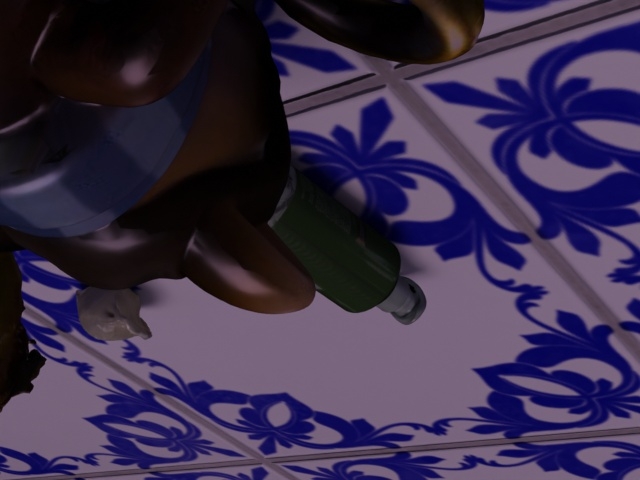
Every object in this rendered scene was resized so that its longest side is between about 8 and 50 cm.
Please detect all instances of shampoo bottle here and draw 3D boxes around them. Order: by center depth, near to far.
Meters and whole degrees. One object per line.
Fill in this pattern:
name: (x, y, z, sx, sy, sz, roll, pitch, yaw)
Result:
shampoo bottle: (0.000, 0.000, 0.788, 0.065, 0.065, 0.204, -18, 138, 41)

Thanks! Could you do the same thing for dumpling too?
dumpling: (-0.175, 0.065, 0.964, 0.076, 0.052, 0.057, -12, 130, 31)

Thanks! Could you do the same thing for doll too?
doll: (-0.108, -0.115, 0.493, 0.317, 0.209, 0.340, -1, 150, 21)

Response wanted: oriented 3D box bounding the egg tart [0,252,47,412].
egg tart: (-0.260, -0.013, 0.589, 0.095, 0.279, 0.279, -34, 134, 9)
